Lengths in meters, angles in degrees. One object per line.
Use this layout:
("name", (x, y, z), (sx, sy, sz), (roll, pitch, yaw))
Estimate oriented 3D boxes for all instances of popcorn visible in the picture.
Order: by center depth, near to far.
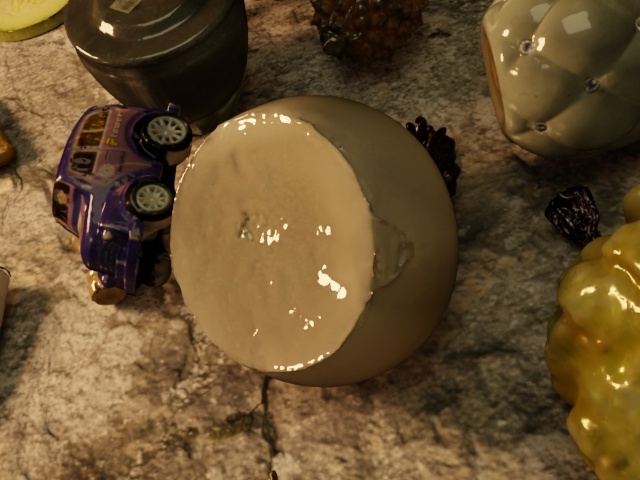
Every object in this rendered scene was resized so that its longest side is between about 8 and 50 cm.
("popcorn", (0.363, 0.112, 0.756), (0.334, 0.292, 0.293), (11, 64, 29))

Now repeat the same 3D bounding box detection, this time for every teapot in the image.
("teapot", (-0.235, -0.293, 1.250), (0.239, 0.239, 0.321), (-38, 58, -13))

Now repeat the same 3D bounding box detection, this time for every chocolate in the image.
("chocolate", (0.318, 0.005, 0.986), (0.072, 0.070, 0.147), (-45, 50, 17))

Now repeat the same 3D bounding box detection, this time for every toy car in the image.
("toy car", (-0.253, -0.055, 1.091), (0.158, 0.172, 0.235), (10, 53, -6))

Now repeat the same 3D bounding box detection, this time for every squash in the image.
("squash", (-0.529, -0.444, 1.574), (0.219, 0.041, 0.219), (-6, 58, 9))

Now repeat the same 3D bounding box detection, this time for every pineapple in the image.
("pineapple", (0.060, -0.331, 1.239), (0.166, 0.166, 0.193), (23, 61, 29))

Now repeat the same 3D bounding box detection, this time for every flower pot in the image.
("flower pot", (0.303, -0.216, 1.041), (0.195, 0.246, 0.246), (-12, 53, 6))

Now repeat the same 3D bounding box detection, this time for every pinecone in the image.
("pinecone", (0.106, -0.086, 1.069), (0.121, 0.140, 0.140), (-4, 54, 26))

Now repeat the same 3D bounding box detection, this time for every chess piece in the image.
("chess piece", (-0.293, 0.026, 1.147), (0.066, 0.066, 0.122), (-21, 56, 1))

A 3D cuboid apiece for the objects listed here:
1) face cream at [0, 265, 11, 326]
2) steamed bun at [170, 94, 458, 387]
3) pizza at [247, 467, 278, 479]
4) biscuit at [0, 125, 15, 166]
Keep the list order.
("face cream", (-0.455, 0.147, 1.114), (0.092, 0.058, 0.243), (-2, 61, 9))
("steamed bun", (0.000, 0.000, 0.950), (0.324, 0.206, 0.324), (2, 93, 37))
("pizza", (-0.076, 0.280, 0.929), (0.083, 0.016, 0.037), (-45, 57, -12))
("biscuit", (-0.577, -0.144, 1.366), (0.174, 0.039, 0.183), (-36, 52, -12))
